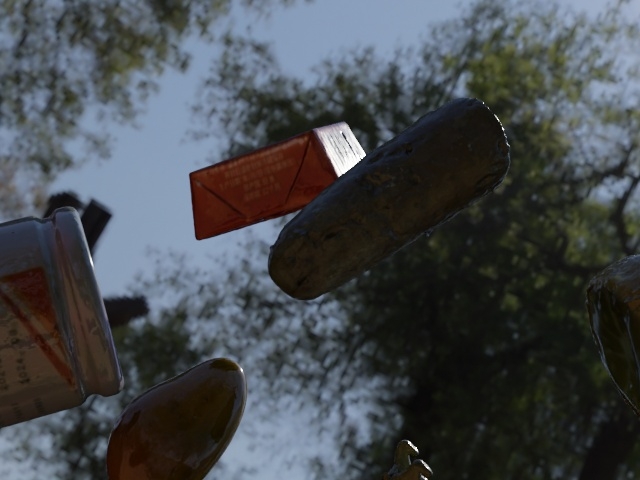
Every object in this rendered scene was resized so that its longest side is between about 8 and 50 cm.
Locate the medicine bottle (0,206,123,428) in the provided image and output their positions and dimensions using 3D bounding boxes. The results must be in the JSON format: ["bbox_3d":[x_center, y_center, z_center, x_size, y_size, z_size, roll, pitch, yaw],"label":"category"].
[{"bbox_3d":[-0.371,0.098,1.348,0.316,0.202,0.202,-15,-24,-9],"label":"medicine bottle"}]

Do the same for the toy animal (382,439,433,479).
[{"bbox_3d":[0.189,0.457,2.340,0.219,0.101,0.103,45,2,-3],"label":"toy animal"}]

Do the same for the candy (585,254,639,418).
[{"bbox_3d":[0.451,0.139,1.795,0.260,0.118,0.260,157,-90,-81],"label":"candy"}]

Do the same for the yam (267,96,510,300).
[{"bbox_3d":[0.078,-0.041,1.663,0.133,0.330,0.133,51,-12,15],"label":"yam"}]

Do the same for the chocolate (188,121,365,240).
[{"bbox_3d":[-0.061,-0.091,2.005,0.235,0.237,0.108,-19,-85,17],"label":"chocolate"}]

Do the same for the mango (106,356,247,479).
[{"bbox_3d":[-0.188,0.246,1.781,0.138,0.253,0.113,34,-32,9],"label":"mango"}]
